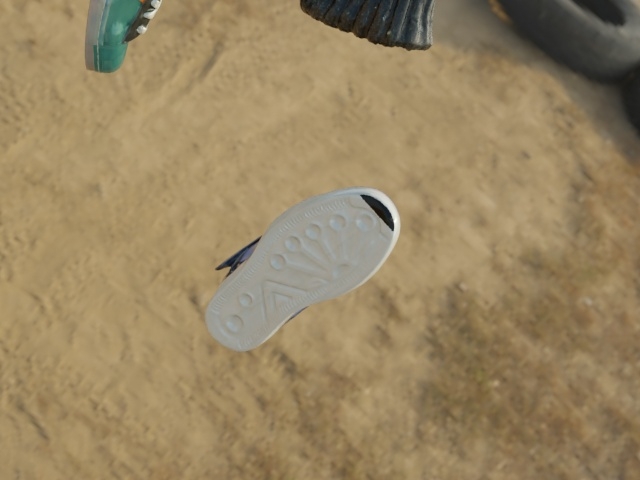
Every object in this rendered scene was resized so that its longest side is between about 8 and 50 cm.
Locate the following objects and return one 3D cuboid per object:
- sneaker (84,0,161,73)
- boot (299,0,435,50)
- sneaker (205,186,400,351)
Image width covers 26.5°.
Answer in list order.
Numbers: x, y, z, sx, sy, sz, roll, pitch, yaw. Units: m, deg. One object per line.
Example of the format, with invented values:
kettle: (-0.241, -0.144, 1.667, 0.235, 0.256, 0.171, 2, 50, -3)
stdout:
sneaker: (-0.188, -0.323, 1.553, 0.121, 0.302, 0.108, 16, 21, -11)
boot: (0.124, -0.323, 1.430, 0.131, 0.260, 0.348, 16, 6, -31)
sneaker: (0.000, 0.001, 1.751, 0.130, 0.323, 0.236, 48, 31, -4)
